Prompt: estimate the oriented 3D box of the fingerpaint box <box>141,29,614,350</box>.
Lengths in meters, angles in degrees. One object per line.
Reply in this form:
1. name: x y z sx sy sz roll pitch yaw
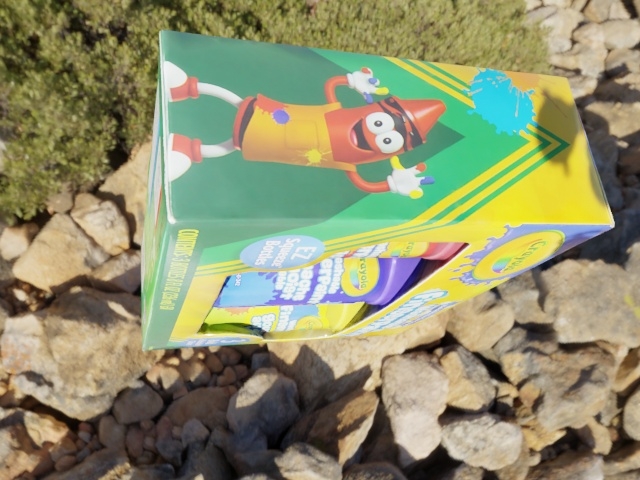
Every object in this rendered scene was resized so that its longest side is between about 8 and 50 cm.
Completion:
1. fingerpaint box: 0.000 0.000 0.629 0.371 0.445 0.163 0 69 -20
